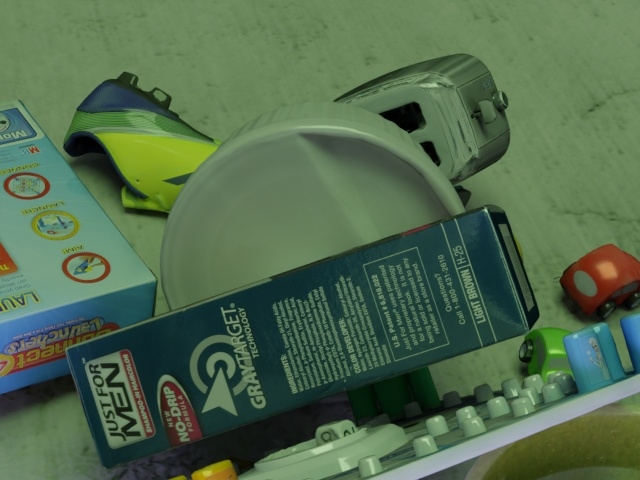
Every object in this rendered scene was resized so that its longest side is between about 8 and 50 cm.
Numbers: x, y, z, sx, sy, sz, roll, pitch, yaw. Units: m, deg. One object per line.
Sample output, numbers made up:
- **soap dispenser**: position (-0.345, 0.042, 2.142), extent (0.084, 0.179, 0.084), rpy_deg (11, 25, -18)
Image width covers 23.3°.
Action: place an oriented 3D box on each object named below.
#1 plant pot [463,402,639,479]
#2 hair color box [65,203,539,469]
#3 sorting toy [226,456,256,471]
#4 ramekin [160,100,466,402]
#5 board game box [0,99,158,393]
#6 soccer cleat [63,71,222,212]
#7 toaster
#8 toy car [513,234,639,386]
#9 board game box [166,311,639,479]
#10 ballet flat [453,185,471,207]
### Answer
- **plant pot**: position (0.204, 0.298, 1.071), extent (0.276, 0.254, 0.276), rpy_deg (6, 40, -5)
- **hair color box**: position (-0.008, 0.074, 1.244), extent (0.347, 0.105, 0.174), rpy_deg (-19, -3, 10)
- **sorting toy**: position (-0.051, 0.256, 1.216), extent (0.132, 0.046, 0.274), rpy_deg (-1, 22, 4)
- **ramekin**: position (0.000, 0.000, 1.388), extent (0.273, 0.272, 0.127), rpy_deg (8, 25, -1)
- **board game box**: position (-0.350, 0.013, 1.384), extent (0.308, 0.086, 0.302), rpy_deg (-15, 44, -29)
- **soccer cleat**: position (-0.135, -0.061, 1.582), extent (0.289, 0.093, 0.121), rpy_deg (32, 76, 19)
- **toaster**: position (0.073, -0.101, 1.553), extent (0.227, 0.129, 0.146), rpy_deg (-17, 6, 19)
- **toy car**: position (0.223, 0.070, 1.475), extent (0.239, 0.053, 0.225), rpy_deg (12, 45, -14)
- **board game box**: position (-0.008, 0.148, 1.107), extent (0.390, 0.390, 0.050), rpy_deg (-17, 87, -25)
- **ballet flat**: position (0.072, 0.008, 1.546), extent (0.213, 0.072, 0.068), rpy_deg (-20, 75, -29)
